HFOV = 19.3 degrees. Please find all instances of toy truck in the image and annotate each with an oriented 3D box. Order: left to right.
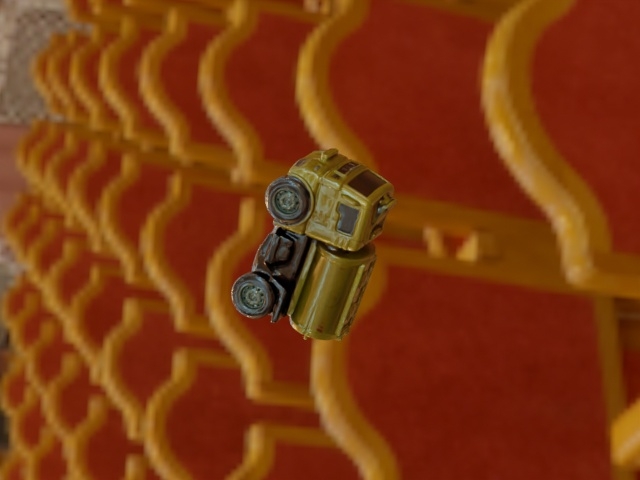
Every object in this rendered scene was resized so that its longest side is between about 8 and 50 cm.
[{"bbox_3d":[0.000,0.000,0.871,0.049,0.054,0.083,-35,-33,-66],"label":"toy truck"}]
